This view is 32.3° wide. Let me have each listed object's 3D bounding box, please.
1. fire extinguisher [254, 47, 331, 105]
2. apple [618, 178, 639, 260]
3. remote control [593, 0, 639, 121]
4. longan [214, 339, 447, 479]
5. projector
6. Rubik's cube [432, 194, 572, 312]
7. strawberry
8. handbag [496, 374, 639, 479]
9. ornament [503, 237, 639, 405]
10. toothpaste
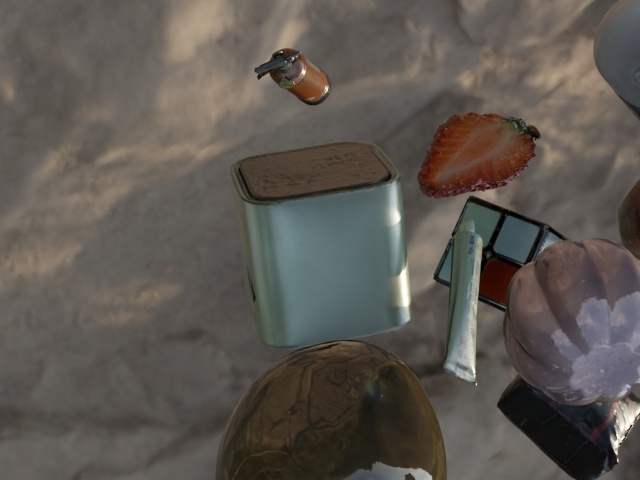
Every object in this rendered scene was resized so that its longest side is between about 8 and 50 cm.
[{"bbox_3d":[-0.033,-0.206,1.382,0.062,0.050,0.177,-28,170,12],"label":"fire extinguisher"},{"bbox_3d":[0.762,-0.061,2.090,0.374,0.374,0.384,-23,-171,-14],"label":"apple"},{"bbox_3d":[0.541,-0.262,1.629,0.221,0.104,0.332,-27,135,31],"label":"remote control"},{"bbox_3d":[0.008,0.190,0.901,0.196,0.220,0.197,2,141,1],"label":"longan"},{"bbox_3d":[0.000,0.000,1.757,0.248,0.248,0.249,-10,112,-9],"label":"projector"},{"bbox_3d":[0.347,0.040,2.073,0.167,0.183,0.180,23,93,-55],"label":"Rubik's cube"},{"bbox_3d":[0.263,-0.132,1.921,0.235,0.175,0.107,-15,142,-10],"label":"strawberry"},{"bbox_3d":[0.419,0.272,1.845,0.155,0.215,0.169,-46,-177,43],"label":"handbag"},{"bbox_3d":[0.279,0.081,1.175,0.177,0.177,0.177,-23,151,-14],"label":"ornament"},{"bbox_3d":[0.221,0.086,1.696,0.047,0.269,0.069,-3,151,17],"label":"toothpaste"}]
